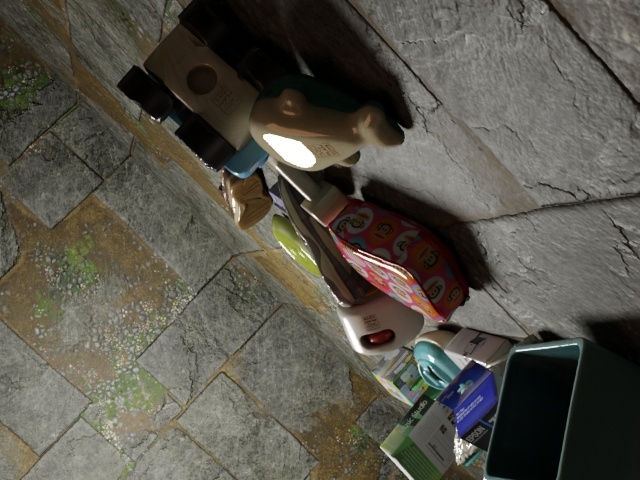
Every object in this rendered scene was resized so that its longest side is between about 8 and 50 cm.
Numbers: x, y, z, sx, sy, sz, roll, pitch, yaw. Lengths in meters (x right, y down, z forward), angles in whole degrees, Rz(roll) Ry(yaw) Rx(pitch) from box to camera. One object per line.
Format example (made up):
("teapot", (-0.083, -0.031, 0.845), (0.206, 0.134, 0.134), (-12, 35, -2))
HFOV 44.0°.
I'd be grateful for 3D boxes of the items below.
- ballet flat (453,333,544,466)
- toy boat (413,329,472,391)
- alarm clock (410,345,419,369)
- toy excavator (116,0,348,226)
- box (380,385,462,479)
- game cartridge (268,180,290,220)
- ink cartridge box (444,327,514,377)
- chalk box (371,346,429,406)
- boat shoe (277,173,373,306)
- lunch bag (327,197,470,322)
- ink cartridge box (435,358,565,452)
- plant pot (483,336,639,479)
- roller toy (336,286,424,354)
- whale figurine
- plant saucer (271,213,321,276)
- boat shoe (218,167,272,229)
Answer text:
("ballet flat", (0.376, 0.328, 1.663), (0.147, 0.147, 0.409), (41, 135, 11))
("toy boat", (0.264, 0.285, 2.053), (0.318, 0.148, 0.267), (41, 167, 10))
("alarm clock", (0.335, 0.374, 2.319), (0.129, 0.064, 0.192), (32, 161, 40))
("toy excavator", (-0.132, -0.220, 1.592), (0.433, 0.222, 0.445), (41, -179, 8))
("box", (0.333, 0.524, 2.228), (0.058, 0.322, 0.232), (21, 155, 51))
("game cartridge", (0.000, 0.000, 2.146), (0.230, 0.068, 0.355), (40, 168, 33))
("ink cartridge box", (0.391, 0.284, 1.810), (0.140, 0.082, 0.190), (47, 165, -15))
("chalk box", (0.284, 0.436, 2.524), (0.132, 0.132, 0.213), (48, 168, -18))
("boat shoe", (0.018, -0.018, 1.879), (0.356, 0.130, 0.132), (61, 177, 7))
("lunch bag", (0.168, 0.054, 1.658), (0.293, 0.120, 0.258), (30, 162, 44))
("ink cartridge box", (0.393, 0.368, 1.530), (0.332, 0.065, 0.165), (28, 135, 1))
("plant pot", (0.465, 0.326, 1.345), (0.252, 0.248, 0.247), (19, 164, -11))
("roller toy", (0.144, 0.173, 1.920), (0.209, 0.191, 0.146), (7, 124, 60))
("whale figurine", (0.013, -0.208, 1.321), (0.271, 0.141, 0.216), (1, 153, 38))
("plant saucer", (-0.053, 0.024, 2.177), (0.241, 0.037, 0.241), (41, 167, 12))
("boat shoe", (-0.227, -0.144, 2.266), (0.123, 0.123, 0.342), (53, 171, 19))
